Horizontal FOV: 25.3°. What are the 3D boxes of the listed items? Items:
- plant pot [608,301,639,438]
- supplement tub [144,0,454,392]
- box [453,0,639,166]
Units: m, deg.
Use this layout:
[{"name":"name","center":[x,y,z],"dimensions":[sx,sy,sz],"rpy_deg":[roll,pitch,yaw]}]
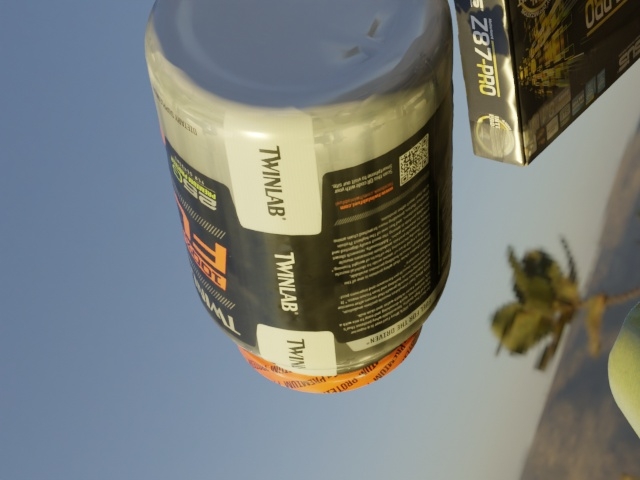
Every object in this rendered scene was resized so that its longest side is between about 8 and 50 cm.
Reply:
[{"name":"plant pot","center":[0.417,0.157,1.423],"dimensions":[0.254,0.276,0.276],"rpy_deg":[-128,53,-71]},{"name":"supplement tub","center":[-0.005,-0.045,1.049],"dimensions":[0.338,0.207,0.207],"rpy_deg":[84,-154,-50]},{"name":"box","center":[0.331,-0.334,1.960],"dimensions":[0.395,0.097,0.318],"rpy_deg":[-40,-45,-38]}]
